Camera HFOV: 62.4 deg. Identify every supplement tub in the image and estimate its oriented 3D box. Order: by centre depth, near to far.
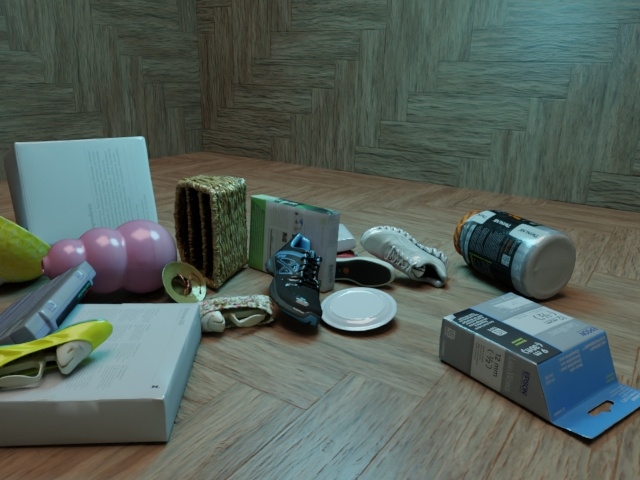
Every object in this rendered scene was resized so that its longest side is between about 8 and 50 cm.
[{"bbox_3d":[0.571,0.028,1.600,0.207,0.207,0.338,-7,20,-24],"label":"supplement tub"}]

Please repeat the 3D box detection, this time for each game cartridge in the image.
[{"bbox_3d":[-0.631,0.173,1.138,0.230,0.068,0.355,-26,19,3],"label":"game cartridge"}]

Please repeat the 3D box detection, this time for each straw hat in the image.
[{"bbox_3d":[-0.385,0.130,1.437,0.061,0.145,0.144,-33,0,29],"label":"straw hat"}]

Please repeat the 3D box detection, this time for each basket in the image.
[{"bbox_3d":[-0.353,-0.036,1.574,0.213,0.300,0.223,6,18,15],"label":"basket"}]

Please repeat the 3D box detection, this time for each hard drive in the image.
[{"bbox_3d":[0.000,0.000,1.793,0.202,0.040,0.307,-11,10,-2],"label":"hard drive"}]

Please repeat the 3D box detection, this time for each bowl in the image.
[{"bbox_3d":[-0.910,0.041,1.476,0.289,0.289,0.156,11,63,28],"label":"bowl"}]

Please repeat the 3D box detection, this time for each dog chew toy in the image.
[{"bbox_3d":[-0.561,0.051,1.415,0.331,0.207,0.206,-6,19,-38],"label":"dog chew toy"}]

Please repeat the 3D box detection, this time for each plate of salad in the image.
[{"bbox_3d":[0.096,0.180,1.353,0.199,0.048,0.200,-5,26,2],"label":"plate of salad"}]

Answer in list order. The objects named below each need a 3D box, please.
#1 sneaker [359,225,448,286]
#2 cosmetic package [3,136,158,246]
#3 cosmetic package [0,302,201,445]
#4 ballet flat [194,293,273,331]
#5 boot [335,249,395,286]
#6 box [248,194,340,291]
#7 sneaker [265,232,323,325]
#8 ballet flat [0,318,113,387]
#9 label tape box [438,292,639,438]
[{"bbox_3d":[0.256,0.049,1.582,0.291,0.110,0.118,22,31,-8],"label":"sneaker"},{"bbox_3d":[-0.812,-0.163,1.798,0.393,0.328,0.329,-12,8,-35],"label":"cosmetic package"},{"bbox_3d":[-0.405,0.241,1.041,0.284,0.098,0.377,-2,18,-2],"label":"cosmetic package"},{"bbox_3d":[-0.221,0.180,1.273,0.240,0.091,0.077,-9,34,-23],"label":"ballet flat"},{"bbox_3d":[0.127,0.072,1.635,0.244,0.089,0.176,5,16,23],"label":"boot"},{"bbox_3d":[-0.089,0.001,1.593,0.321,0.233,0.058,15,18,36],"label":"box"},{"bbox_3d":[-0.058,0.092,1.382,0.125,0.140,0.341,32,13,-29],"label":"sneaker"},{"bbox_3d":[-0.472,0.204,0.913,0.230,0.077,0.077,-13,44,-28],"label":"ballet flat"},{"bbox_3d":[0.460,0.238,1.095,0.249,0.115,0.347,-11,20,-34],"label":"label tape box"}]
